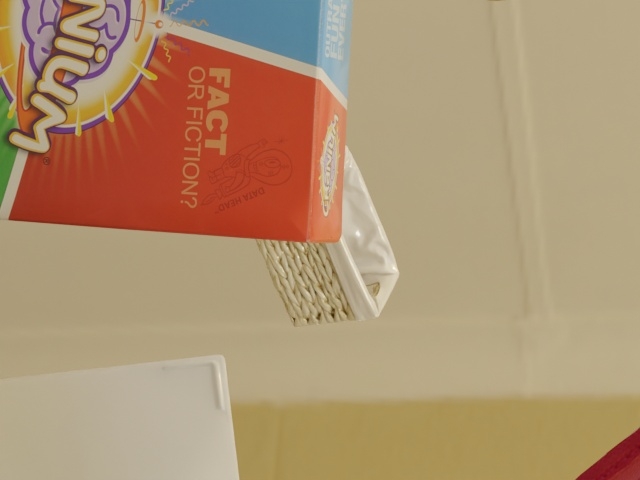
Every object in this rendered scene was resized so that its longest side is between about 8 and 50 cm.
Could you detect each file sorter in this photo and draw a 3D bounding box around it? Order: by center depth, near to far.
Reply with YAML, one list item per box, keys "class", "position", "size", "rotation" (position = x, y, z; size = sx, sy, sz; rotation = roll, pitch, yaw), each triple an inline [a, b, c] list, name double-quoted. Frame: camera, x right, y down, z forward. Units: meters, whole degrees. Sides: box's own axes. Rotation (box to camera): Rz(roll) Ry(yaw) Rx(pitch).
- class: "file sorter"
  position: [-0.195, 0.220, 1.404]
  size: [0.278, 0.193, 0.173]
  rotation: [-6, -31, -4]

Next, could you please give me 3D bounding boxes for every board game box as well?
- class: "board game box"
  position: [-0.140, -0.128, 1.087]
  size: [0.317, 0.242, 0.064]
  rotation: [4, 3, 16]

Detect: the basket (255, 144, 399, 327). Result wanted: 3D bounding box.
- class: "basket"
  position: [0.000, 0.000, 2.071]
  size: [0.103, 0.113, 0.167]
  rotation: [-15, -68, 24]

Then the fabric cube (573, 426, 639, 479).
- class: "fabric cube"
  position: [0.165, 0.215, 0.547]
  size: [0.258, 0.259, 0.254]
  rotation: [37, -59, -15]
